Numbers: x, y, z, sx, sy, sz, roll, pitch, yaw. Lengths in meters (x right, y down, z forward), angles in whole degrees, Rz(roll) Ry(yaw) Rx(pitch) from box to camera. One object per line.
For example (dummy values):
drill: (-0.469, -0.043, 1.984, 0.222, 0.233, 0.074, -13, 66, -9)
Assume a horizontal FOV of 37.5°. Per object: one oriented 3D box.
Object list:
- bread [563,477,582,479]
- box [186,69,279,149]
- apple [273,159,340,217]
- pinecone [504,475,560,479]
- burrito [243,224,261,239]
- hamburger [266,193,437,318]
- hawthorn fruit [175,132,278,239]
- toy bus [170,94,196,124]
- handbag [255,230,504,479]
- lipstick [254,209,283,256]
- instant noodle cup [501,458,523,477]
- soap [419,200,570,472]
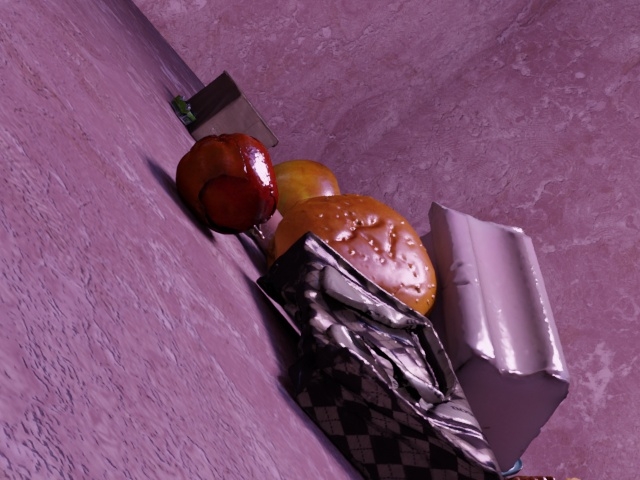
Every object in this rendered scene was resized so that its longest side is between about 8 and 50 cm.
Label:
bread: (0.501, 0.626, 2.066, 0.120, 0.236, 0.198, 23, -57, 33)
box: (-0.216, -0.273, 2.214, 0.155, 0.149, 0.231, 51, 4, -29)
apple: (-0.051, -0.058, 2.020, 0.237, 0.207, 0.237, -18, 90, -86)
pinecone: (0.394, 0.538, 1.818, 0.185, 0.169, 0.212, 8, -25, 24)
burrito: (-0.163, -0.094, 1.738, 0.096, 0.066, 0.309, 54, 5, -29)
hamburger: (0.057, 0.058, 1.660, 0.314, 0.290, 0.170, 56, -40, 24)
hawthorn fruit: (-0.129, -0.074, 1.381, 0.148, 0.148, 0.172, 0, 64, -86)
toy bus: (-0.309, -0.295, 2.130, 0.031, 0.037, 0.083, 51, 4, -47)
handbag: (0.064, 0.172, 1.313, 0.317, 0.180, 0.416, 42, 12, -22)
lipstick: (-0.063, 0.027, 1.797, 0.254, 0.070, 0.070, 54, 3, 24)
instant noodle cup: (0.286, 0.395, 1.830, 0.157, 0.179, 0.070, -125, -150, -54)
soap: (0.270, 0.188, 1.761, 0.213, 0.350, 0.435, 16, 36, -12)
